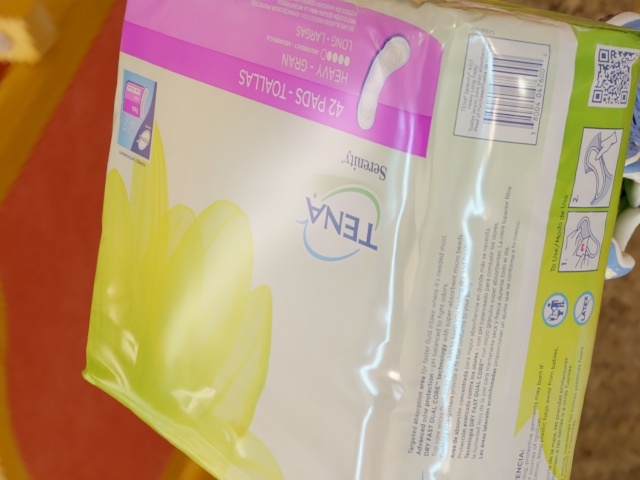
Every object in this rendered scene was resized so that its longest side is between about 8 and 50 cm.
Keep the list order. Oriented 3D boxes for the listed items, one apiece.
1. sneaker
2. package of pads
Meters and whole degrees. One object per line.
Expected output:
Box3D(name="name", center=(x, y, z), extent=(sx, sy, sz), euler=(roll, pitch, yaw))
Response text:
Box3D(name="sneaker", center=(0.195, -0.058, 1.300), extent=(0.081, 0.211, 0.080), euler=(-2, 153, 43))
Box3D(name="package of pads", center=(0.000, 0.000, 0.833), extent=(0.296, 0.101, 0.229), euler=(24, 109, 58))
